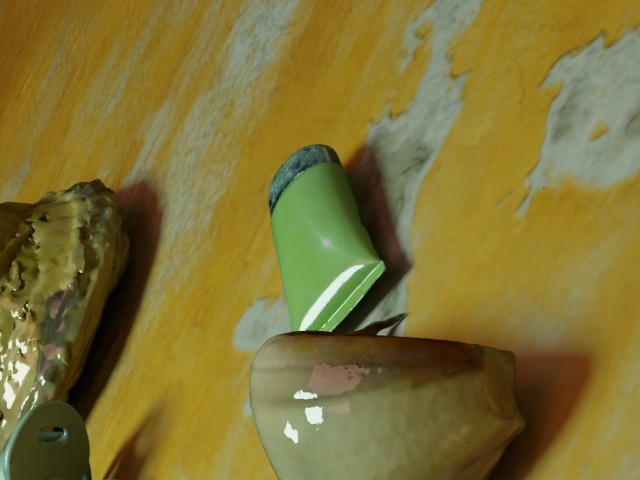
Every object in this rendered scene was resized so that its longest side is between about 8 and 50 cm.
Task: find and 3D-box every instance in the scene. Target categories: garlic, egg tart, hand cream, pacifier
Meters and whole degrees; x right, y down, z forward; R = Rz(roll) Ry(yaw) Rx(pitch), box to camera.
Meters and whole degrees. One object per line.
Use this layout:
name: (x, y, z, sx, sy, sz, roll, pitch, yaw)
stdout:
garlic: (0.013, 0.093, 0.850, 0.128, 0.115, 0.206, -68, 22, -1)
egg tart: (-0.309, 0.085, 1.445, 0.352, 0.150, 0.352, -48, 26, 33)
hand cream: (0.000, 0.000, 1.063, 0.095, 0.046, 0.175, -48, 33, 23)
pacifier: (-0.187, 0.199, 1.165, 0.116, 0.127, 0.150, 2, 78, 23)
